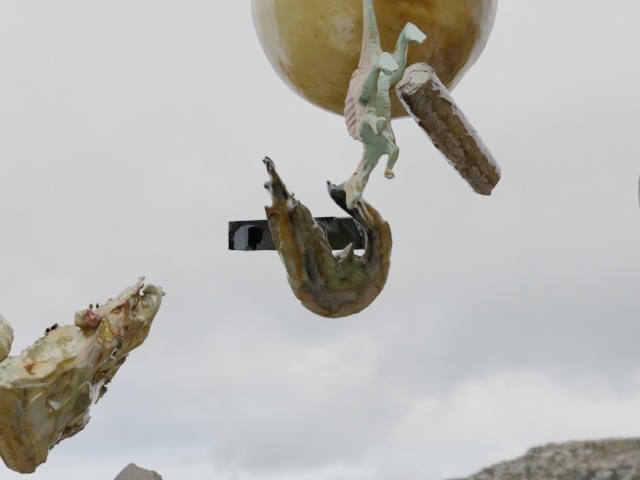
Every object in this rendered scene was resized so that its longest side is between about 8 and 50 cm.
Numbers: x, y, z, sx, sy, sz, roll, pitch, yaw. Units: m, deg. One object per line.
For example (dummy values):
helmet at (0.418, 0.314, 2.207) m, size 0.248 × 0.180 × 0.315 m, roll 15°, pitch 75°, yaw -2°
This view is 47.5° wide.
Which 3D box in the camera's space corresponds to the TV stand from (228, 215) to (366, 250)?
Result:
TV stand at (-0.031, -0.009, 1.058) m, size 0.257 × 0.048 × 0.040 m, roll -1°, pitch -3°, yaw 38°

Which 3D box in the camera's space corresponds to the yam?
yam at (0.155, -0.120, 0.833) m, size 0.057 × 0.056 × 0.241 m, roll -17°, pitch -32°, yaw 25°

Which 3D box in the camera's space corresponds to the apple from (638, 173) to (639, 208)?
apple at (0.352, -0.002, 0.407) m, size 0.317 × 0.288 × 0.288 m, roll -20°, pitch -27°, yaw 20°

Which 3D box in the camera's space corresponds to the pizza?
pizza at (-0.286, 0.154, 0.896) m, size 0.071 × 0.297 × 0.189 m, roll 19°, pitch -60°, yaw 13°

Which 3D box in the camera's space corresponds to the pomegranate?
pomegranate at (0.048, -0.362, 1.045) m, size 0.410 × 0.409 × 0.410 m, roll -5°, pitch -24°, yaw -2°

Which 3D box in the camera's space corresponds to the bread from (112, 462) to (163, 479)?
bread at (-0.388, 0.582, 1.219) m, size 0.113 × 0.416 × 0.165 m, roll 11°, pitch -53°, yaw 16°

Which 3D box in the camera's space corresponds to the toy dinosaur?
toy dinosaur at (0.053, -0.152, 0.739) m, size 0.057 × 0.212 × 0.142 m, roll 9°, pitch -34°, yaw -18°

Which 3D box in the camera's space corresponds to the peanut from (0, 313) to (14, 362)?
peanut at (-0.355, 0.106, 0.626) m, size 0.175 × 0.080 × 0.080 m, roll -25°, pitch -16°, yaw -24°

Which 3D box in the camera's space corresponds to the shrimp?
shrimp at (0.017, -0.004, 0.898) m, size 0.145 × 0.059 × 0.254 m, roll -17°, pitch -60°, yaw -2°
